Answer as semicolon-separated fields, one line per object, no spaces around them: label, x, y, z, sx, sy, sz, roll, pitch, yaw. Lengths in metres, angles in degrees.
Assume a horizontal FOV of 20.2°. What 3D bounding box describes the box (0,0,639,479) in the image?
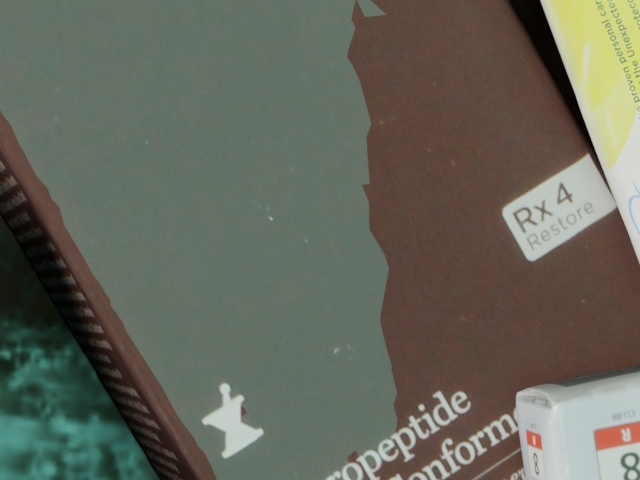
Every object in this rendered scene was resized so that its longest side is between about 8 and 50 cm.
box;0.000;0.000;0.684;0.191;0.143;0.381;-32;95;-13

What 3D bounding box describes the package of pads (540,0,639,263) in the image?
package of pads;0.149;-0.137;0.682;0.101;0.229;0.296;-19;95;28

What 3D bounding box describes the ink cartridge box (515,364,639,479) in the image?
ink cartridge box;0.152;0.128;0.631;0.145;0.045;0.179;-10;89;-15
